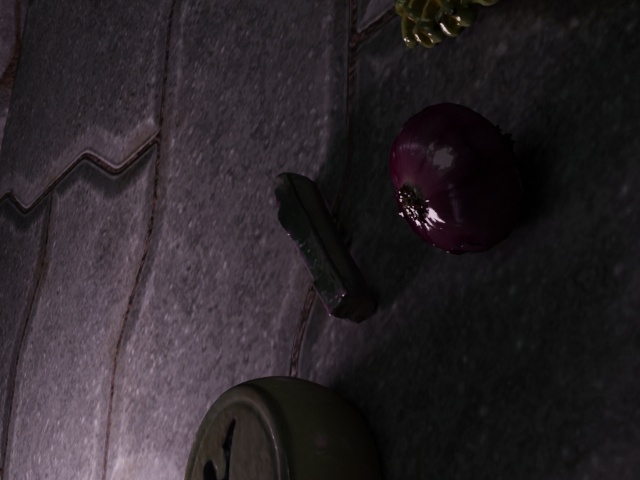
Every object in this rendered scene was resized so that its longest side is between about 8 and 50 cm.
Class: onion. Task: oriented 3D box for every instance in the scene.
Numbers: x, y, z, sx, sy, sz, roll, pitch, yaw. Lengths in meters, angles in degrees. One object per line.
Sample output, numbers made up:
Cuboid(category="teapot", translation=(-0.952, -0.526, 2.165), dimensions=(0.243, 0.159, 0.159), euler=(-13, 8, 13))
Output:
Cuboid(category="onion", translation=(0.103, -0.047, 0.801), dimensions=(0.104, 0.115, 0.115), euler=(-38, 19, -23))

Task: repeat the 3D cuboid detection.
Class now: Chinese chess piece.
Cuboid(category="Chinese chess piece", translation=(-0.039, 0.231, 0.931), dimensions=(0.238, 0.092, 0.237), euler=(-31, 53, 52))

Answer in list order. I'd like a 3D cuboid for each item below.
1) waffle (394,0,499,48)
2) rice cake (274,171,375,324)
Cuboid(category="waffle", translation=(0.115, -0.256, 0.918), dimensions=(0.169, 0.036, 0.183), euler=(-20, 59, 60))
Cuboid(category="rice cake", translation=(0.000, 0.000, 1.008), dimensions=(0.036, 0.047, 0.206), euler=(-48, 39, 18))
